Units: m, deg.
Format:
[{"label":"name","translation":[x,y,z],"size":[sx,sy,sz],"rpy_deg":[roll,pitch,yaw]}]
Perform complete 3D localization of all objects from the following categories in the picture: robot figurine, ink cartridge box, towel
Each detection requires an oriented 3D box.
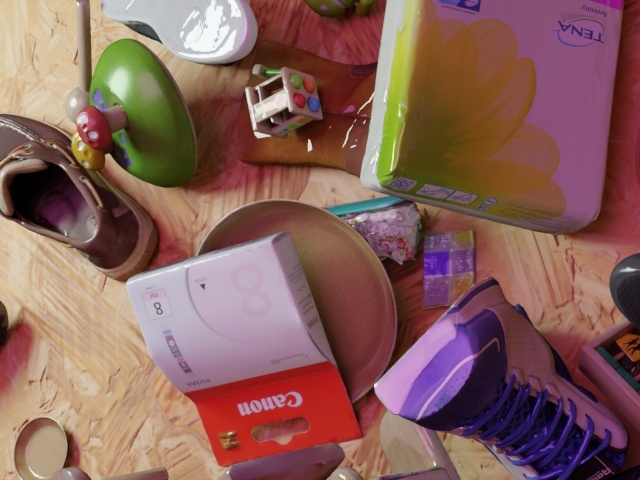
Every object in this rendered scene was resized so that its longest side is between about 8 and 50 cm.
[{"label":"robot figurine","translation":[0.025,-0.302,1.473],"size":[0.115,0.067,0.101],"rpy_deg":[-42,90,12]},{"label":"ink cartridge box","translation":[-0.081,0.123,1.355],"size":[0.189,0.066,0.232],"rpy_deg":[-16,94,26]},{"label":"towel","translation":[0.133,0.030,1.347],"size":[0.060,0.009,0.083],"rpy_deg":[-3,74,30]}]

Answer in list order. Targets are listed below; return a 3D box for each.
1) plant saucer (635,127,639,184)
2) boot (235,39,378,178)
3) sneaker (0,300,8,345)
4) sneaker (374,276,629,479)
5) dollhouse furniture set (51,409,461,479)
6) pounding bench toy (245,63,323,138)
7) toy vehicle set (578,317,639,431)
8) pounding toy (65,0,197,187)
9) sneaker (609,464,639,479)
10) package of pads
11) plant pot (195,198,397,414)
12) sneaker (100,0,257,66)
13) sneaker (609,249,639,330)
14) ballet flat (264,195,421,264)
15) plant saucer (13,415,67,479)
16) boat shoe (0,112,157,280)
[{"label":"plant saucer","translation":[0.391,-0.090,1.216],"size":[0.200,0.037,0.200],"rpy_deg":[-9,72,28]},{"label":"boot","translation":[0.048,-0.191,1.433],"size":[0.280,0.096,0.264],"rpy_deg":[15,93,39]},{"label":"sneaker","translation":[-0.505,0.144,1.631],"size":[0.267,0.101,0.106],"rpy_deg":[-40,58,14]},{"label":"sneaker","translation":[0.180,0.142,1.127],"size":[0.127,0.315,0.182],"rpy_deg":[-47,71,11]},{"label":"dollhouse furniture set","translation":[-0.128,0.276,1.235],"size":[0.394,0.362,0.256],"rpy_deg":[-54,53,42]},{"label":"pounding bench toy","translation":[-0.040,-0.164,1.405],"size":[0.065,0.052,0.083],"rpy_deg":[-25,69,34]},{"label":"toy vehicle set","translation":[0.371,0.150,1.107],"size":[0.166,0.035,0.267],"rpy_deg":[-30,57,-19]},{"label":"pounding toy","translation":[-0.252,-0.144,1.506],"size":[0.110,0.183,0.237],"rpy_deg":[-28,52,-28]},{"label":"sneaker","translation":[0.279,0.336,1.123],"size":[0.146,0.102,0.293],"rpy_deg":[-5,66,29]},{"label":"package of pads","translation":[0.175,-0.167,1.262],"size":[0.101,0.229,0.296],"rpy_deg":[157,125,-69]},{"label":"plant pot","translation":[-0.026,0.068,1.363],"size":[0.236,0.032,0.236],"rpy_deg":[6,107,21]},{"label":"sneaker","translation":[-0.121,-0.249,1.482],"size":[0.295,0.147,0.105],"rpy_deg":[27,98,49]},{"label":"sneaker","translation":[0.408,0.025,1.112],"size":[0.313,0.116,0.136],"rpy_deg":[-2,39,12]},{"label":"ballet flat","translation":[0.000,0.000,1.396],"size":[0.241,0.091,0.077],"rpy_deg":[-4,106,34]},{"label":"plant saucer","translation":[-0.330,0.252,1.547],"size":[0.083,0.015,0.083],"rpy_deg":[-9,71,29]},{"label":"boat shoe","translation":[-0.345,-0.071,1.587],"size":[0.342,0.123,0.123],"rpy_deg":[39,96,32]}]
